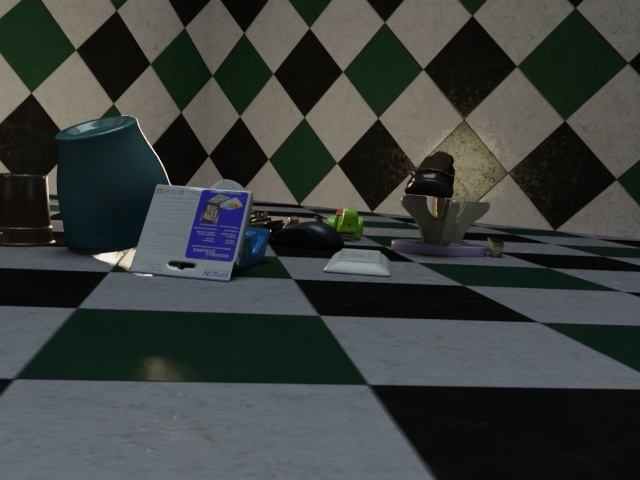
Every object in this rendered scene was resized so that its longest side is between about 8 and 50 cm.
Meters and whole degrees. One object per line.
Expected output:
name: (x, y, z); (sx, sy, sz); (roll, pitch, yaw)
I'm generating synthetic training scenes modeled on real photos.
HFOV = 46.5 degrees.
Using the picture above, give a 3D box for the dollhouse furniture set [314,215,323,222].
dollhouse furniture set: (0.000, 0.000, 2.246); (0.081, 0.091, 0.114); (-36, -36, 18)

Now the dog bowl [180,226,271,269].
dog bowl: (-0.212, 0.014, 1.642); (0.165, 0.074, 0.297); (5, 6, 13)

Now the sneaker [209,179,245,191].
sneaker: (-0.315, -0.037, 1.920); (0.126, 0.127, 0.321); (39, 41, 12)

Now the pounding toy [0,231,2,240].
pounding toy: (-0.647, 0.017, 1.282); (0.181, 0.094, 0.206); (1, -6, 35)

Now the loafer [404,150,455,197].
loafer: (0.317, -0.192, 2.125); (0.133, 0.130, 0.366); (6, 6, 10)

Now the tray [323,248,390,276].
tray: (0.090, 0.047, 1.719); (0.145, 0.030, 0.270); (3, 5, 5)

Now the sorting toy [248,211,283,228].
sorting toy: (-0.210, -0.051, 2.185); (0.132, 0.046, 0.274); (-8, -3, -23)

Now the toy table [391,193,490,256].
toy table: (0.346, -0.043, 2.133); (0.274, 0.161, 0.252); (3, 6, -15)

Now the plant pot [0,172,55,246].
plant pot: (-0.716, -0.076, 1.767); (0.166, 0.165, 0.167); (3, 6, 0)

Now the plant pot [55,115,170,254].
plant pot: (-0.475, -0.140, 1.694); (0.271, 0.255, 0.272); (-8, 23, 3)

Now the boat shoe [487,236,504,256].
boat shoe: (0.505, 0.020, 2.165); (0.050, 0.045, 0.135); (15, 10, 11)

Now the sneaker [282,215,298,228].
sneaker: (-0.089, -0.021, 2.285); (0.042, 0.067, 0.118); (0, -24, -12)

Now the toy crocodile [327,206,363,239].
toy crocodile: (0.084, -0.064, 2.456); (0.115, 0.105, 0.340); (4, 5, 4)

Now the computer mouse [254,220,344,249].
computer mouse: (-0.061, -0.022, 2.101); (0.272, 0.072, 0.188); (6, 5, 22)

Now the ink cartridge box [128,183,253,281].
ink cartridge box: (-0.251, -0.010, 1.467); (0.206, 0.208, 0.045); (5, -31, 10)
